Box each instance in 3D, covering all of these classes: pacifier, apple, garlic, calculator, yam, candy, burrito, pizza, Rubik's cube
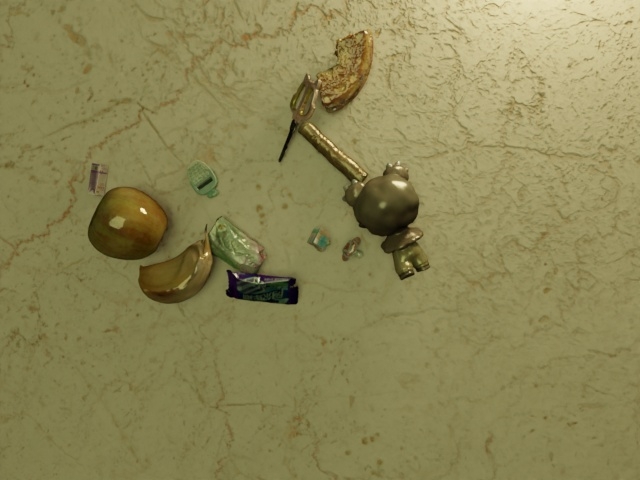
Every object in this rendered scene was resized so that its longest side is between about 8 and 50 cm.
[{"bbox_3d":[0.122,0.040,1.620,0.078,0.081,0.099,34,97,-26],"label":"pacifier"},{"bbox_3d":[-0.672,-0.056,1.601,0.233,0.256,0.257,21,96,-30],"label":"apple"},{"bbox_3d":[-0.493,0.109,1.617,0.338,0.151,0.196,-30,92,16],"label":"garlic"},{"bbox_3d":[-0.431,-0.223,1.672,0.095,0.021,0.153,-34,90,6],"label":"calculator"},{"bbox_3d":[0.043,-0.305,1.605,0.299,0.066,0.066,42,96,1],"label":"yam"},{"bbox_3d":[-0.214,0.171,1.640,0.274,0.070,0.145,7,135,5],"label":"candy"},{"bbox_3d":[-0.308,0.032,1.646,0.228,0.089,0.144,34,100,5],"label":"burrito"},{"bbox_3d":[0.087,-0.587,1.572,0.161,0.086,0.306,28,103,-8],"label":"pizza"},{"bbox_3d":[0.002,-0.002,1.625,0.073,0.084,0.075,31,93,-19],"label":"Rubik's cube"}]

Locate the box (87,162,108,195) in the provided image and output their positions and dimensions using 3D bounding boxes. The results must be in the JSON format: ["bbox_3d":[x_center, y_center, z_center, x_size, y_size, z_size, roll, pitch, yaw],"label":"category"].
[{"bbox_3d":[-0.825,-0.225,1.691,0.036,0.050,0.117,11,96,12],"label":"box"}]

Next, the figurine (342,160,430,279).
[{"bbox_3d":[0.243,-0.058,1.534,0.248,0.203,0.381,-24,92,2],"label":"figurine"}]

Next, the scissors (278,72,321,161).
[{"bbox_3d":[-0.085,-0.419,1.597,0.024,0.160,0.318,10,115,-38],"label":"scissors"}]
